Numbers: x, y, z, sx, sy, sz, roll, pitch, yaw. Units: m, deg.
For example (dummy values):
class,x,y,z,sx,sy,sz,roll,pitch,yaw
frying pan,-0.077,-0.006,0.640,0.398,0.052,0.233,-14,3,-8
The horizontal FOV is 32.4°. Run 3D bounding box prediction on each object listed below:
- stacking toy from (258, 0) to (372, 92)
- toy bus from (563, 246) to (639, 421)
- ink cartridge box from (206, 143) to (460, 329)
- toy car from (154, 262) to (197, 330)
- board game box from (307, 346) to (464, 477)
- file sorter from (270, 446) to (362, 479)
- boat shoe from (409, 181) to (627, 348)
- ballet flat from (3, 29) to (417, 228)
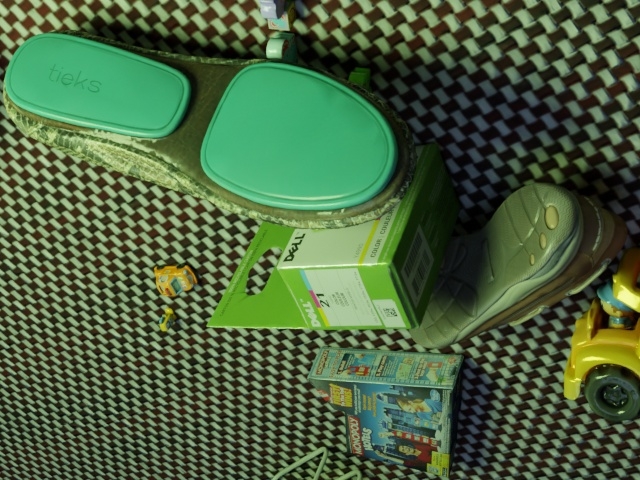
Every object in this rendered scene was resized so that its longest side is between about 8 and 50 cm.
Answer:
class,x,y,z,sx,sy,sz,roll,pitch,yaw
stacking toy,-0.042,-0.212,1.098,0.167,0.052,0.221,8,135,18
toy bus,0.361,0.072,1.136,0.220,0.149,0.211,2,119,27
ink cartridge box,0.000,0.000,1.184,0.255,0.189,0.097,-3,131,28
toy car,-0.192,0.082,1.464,0.060,0.040,0.122,11,135,15
board game box,0.085,0.213,1.450,0.194,0.060,0.194,12,136,15
file sorter,0.039,0.462,1.631,0.277,0.173,0.193,37,137,-12
boat shoe,0.202,0.043,1.186,0.116,0.123,0.324,7,158,-25
ballet flat,-0.102,-0.104,1.127,0.482,0.164,0.182,16,166,25
